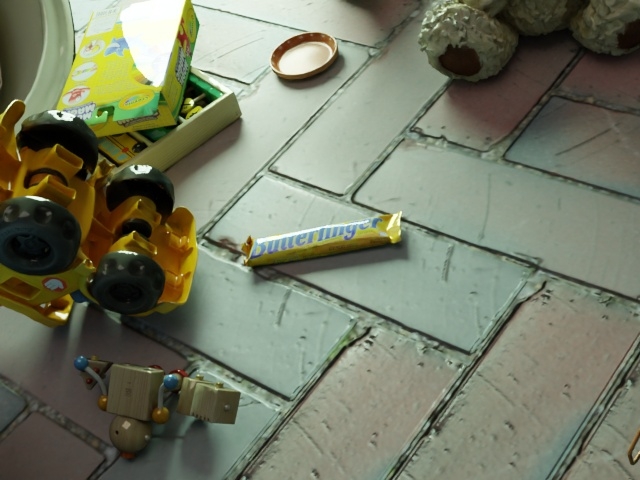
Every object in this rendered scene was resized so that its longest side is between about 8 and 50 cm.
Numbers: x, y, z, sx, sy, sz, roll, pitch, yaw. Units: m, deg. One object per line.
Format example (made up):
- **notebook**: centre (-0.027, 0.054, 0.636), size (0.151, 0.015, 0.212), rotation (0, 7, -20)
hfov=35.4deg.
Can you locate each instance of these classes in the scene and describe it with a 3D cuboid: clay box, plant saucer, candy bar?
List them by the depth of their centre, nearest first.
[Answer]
- **candy bar**: centre (0.000, 0.000, 0.963), size (0.161, 0.018, 0.040), rotation (-9, 44, 10)
- **clay box**: centre (-0.219, -0.192, 1.152), size (0.127, 0.053, 0.222), rotation (-7, 46, 13)
- **plant saucer**: centre (-0.019, -0.218, 1.188), size (0.083, 0.013, 0.084), rotation (-11, 44, 10)

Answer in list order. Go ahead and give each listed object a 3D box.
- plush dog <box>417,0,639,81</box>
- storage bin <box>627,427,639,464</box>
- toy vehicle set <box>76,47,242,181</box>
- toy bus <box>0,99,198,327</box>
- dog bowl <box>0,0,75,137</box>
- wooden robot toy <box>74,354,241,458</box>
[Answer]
- **plush dog**: centre (0.220, -0.320, 1.049), size (0.262, 0.225, 0.211), rotation (-7, 45, 13)
- **storage bin**: centre (0.236, 0.170, 0.636), size (0.098, 0.135, 0.091), rotation (22, 67, 35)
- **toy vehicle set**: centre (-0.235, -0.165, 1.196), size (0.166, 0.035, 0.267), rotation (-38, 47, -18)
- **toy bus**: centre (-0.257, 0.012, 0.949), size (0.211, 0.220, 0.150), rotation (-38, 35, 30)
- **dog bowl**: centre (-0.488, -0.237, 1.102), size (0.150, 0.408, 0.408), rotation (-23, 32, 46)
- **wooden robot toy**: centre (-0.145, 0.147, 0.853), size (0.173, 0.076, 0.079), rotation (8, 85, 26)
